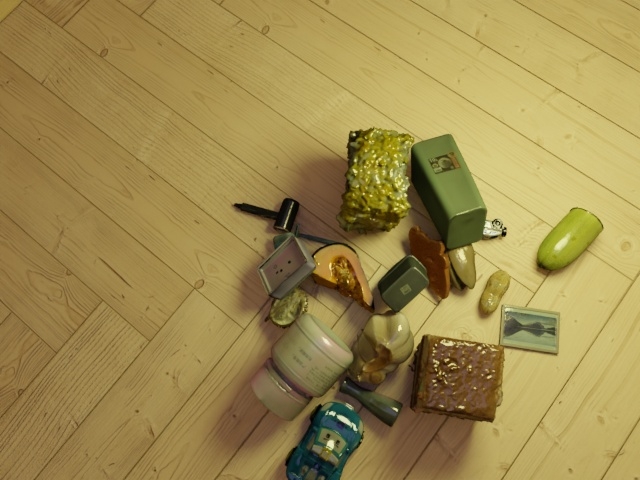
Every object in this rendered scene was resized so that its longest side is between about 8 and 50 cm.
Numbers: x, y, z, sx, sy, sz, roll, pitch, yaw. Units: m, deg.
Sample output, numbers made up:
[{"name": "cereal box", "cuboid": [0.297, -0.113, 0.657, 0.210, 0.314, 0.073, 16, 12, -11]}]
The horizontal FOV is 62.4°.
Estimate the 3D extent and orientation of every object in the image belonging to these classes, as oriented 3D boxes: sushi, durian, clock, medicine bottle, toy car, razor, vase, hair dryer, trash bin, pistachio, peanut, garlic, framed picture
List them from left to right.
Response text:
[{"name": "hair dryer", "cuboid": [-0.212, -0.122, 2.021, 0.255, 0.070, 0.128, 18, 77, 13]}, {"name": "clock", "cuboid": [-0.123, 0.097, 1.862, 0.193, 0.073, 0.145, -43, 48, 15]}, {"name": "durian", "cuboid": [-0.118, 0.250, 1.901, 0.188, 0.091, 0.148, -30, 65, 7]}, {"name": "medicine bottle", "cuboid": [-0.119, 0.078, 1.956, 0.090, 0.053, 0.209, -14, 80, 18]}, {"name": "medicine bottle", "cuboid": [-0.066, 0.424, 1.770, 0.241, 0.241, 0.302, 42, 90, 13]}, {"name": "razor", "cuboid": [0.001, -0.001, 1.991, 0.211, 0.036, 0.084, 13, 100, 1]}, {"name": "toy car", "cuboid": [0.018, 0.683, 1.740, 0.198, 0.166, 0.314, 31, 79, 7]}, {"name": "vase", "cuboid": [0.169, 0.546, 1.809, 0.214, 0.086, 0.086, 27, 79, 15]}, {"name": "sushi", "cuboid": [0.189, -0.194, 1.844, 0.239, 0.396, 0.352, 8, 81, 3]}, {"name": "garlic", "cuboid": [0.214, 0.357, 1.806, 0.184, 0.203, 0.281, 13, 117, -18]}, {"name": "trash bin", "cuboid": [0.285, 0.146, 1.821, 0.176, 0.236, 0.101, -43, 92, 10]}, {"name": "trash bin", "cuboid": [0.451, -0.171, 1.848, 0.158, 0.223, 0.344, -17, 54, -2]}, {"name": "pistachio", "cuboid": [0.497, 0.070, 1.891, 0.135, 0.136, 0.226, -11, 77, 1]}, {"name": "toy car", "cuboid": [0.596, -0.048, 1.935, 0.170, 0.080, 0.070, 14, 78, 7]}, {"name": "peanut", "cuboid": [0.617, 0.182, 1.872, 0.080, 0.080, 0.175, 27, 78, 10]}, {"name": "framed picture", "cuboid": [0.738, 0.311, 1.863, 0.203, 0.015, 0.150, 9, 76, 6]}]

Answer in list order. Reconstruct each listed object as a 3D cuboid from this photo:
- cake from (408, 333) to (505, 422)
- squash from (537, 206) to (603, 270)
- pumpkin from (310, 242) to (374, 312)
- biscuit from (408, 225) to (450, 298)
[{"name": "cake", "cuboid": [0.441, 0.451, 1.710, 0.281, 0.290, 0.256, 8, 77, 3]}, {"name": "squash", "cuboid": [0.870, 0.011, 1.874, 0.132, 0.132, 0.247, 42, 82, 13]}, {"name": "pumpkin", "cuboid": [0.068, 0.145, 1.889, 0.190, 0.139, 0.281, -17, 72, -3]}, {"name": "biscuit", "cuboid": [0.393, 0.076, 1.881, 0.043, 0.183, 0.280, -25, 86, -35]}]
